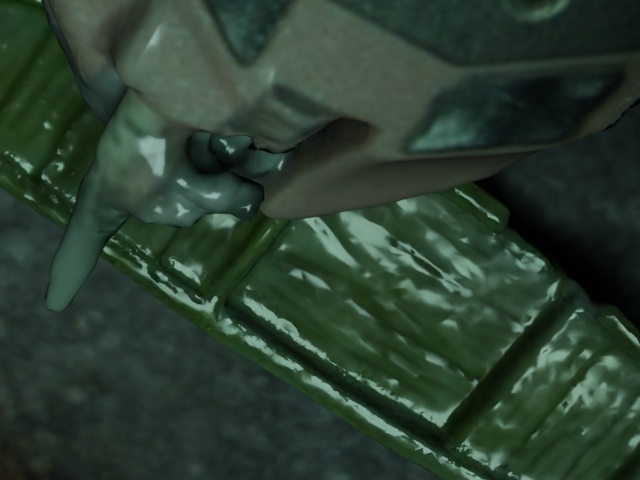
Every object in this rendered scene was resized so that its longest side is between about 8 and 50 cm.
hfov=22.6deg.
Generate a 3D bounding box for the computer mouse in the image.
[{"bbox_3d":[0.046,-0.127,0.392,0.199,0.115,0.389,27,118,-27],"label":"computer mouse"}]

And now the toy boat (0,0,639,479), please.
[{"bbox_3d":[0.000,0.000,0.499,0.293,0.055,0.093,32,115,-15],"label":"toy boat"}]
